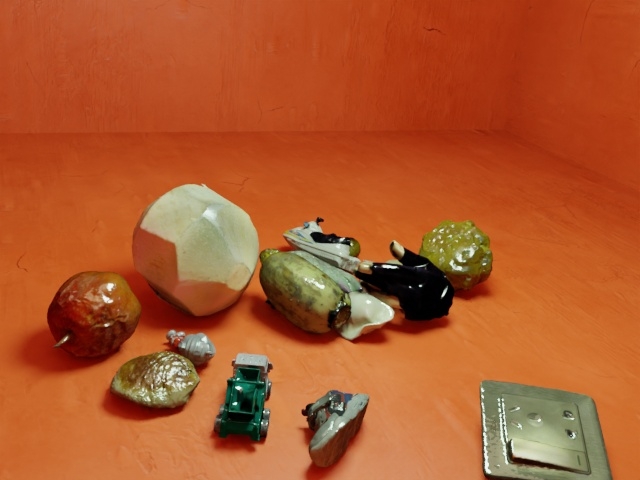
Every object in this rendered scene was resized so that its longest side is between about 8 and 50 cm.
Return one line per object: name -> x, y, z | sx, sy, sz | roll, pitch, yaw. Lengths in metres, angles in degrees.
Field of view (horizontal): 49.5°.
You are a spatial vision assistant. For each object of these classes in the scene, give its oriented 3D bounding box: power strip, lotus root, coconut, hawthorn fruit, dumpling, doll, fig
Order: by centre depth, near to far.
power strip -> 0.457, 0.420, 1.446 | 0.256, 0.092, 0.251 | 9, 32, 4
hawthorn fruit -> -0.546, 0.188, 1.610 | 0.207, 0.208, 0.243 | 13, 29, 14
doll -> -0.309, 0.253, 1.664 | 0.094, 0.079, 0.180 | 18, -3, -41
dumpling -> 0.103, 0.206, 1.845 | 0.169, 0.100, 0.134 | 27, 59, 25
lotus root -> -0.063, 0.129, 1.846 | 0.309, 0.173, 0.173 | 35, 35, 28
coconut -> -0.315, 0.030, 1.848 | 0.352, 0.353, 0.353 | 5, 23, -2
fig -> 0.086, 0.036, 2.270 | 0.084, 0.082, 0.098 | 23, 65, 3

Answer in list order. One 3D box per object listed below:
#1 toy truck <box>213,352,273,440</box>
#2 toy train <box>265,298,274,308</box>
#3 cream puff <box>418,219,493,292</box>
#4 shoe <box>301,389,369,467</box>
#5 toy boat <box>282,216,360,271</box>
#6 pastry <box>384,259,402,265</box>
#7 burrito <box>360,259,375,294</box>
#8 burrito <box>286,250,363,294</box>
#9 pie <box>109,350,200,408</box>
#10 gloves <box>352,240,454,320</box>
toy truck -> -0.156, 0.323, 1.477 | 0.110, 0.116, 0.216 | 6, 23, 0
toy train -> -0.095, 0.155, 1.976 | 0.071, 0.038, 0.148 | 22, 29, 34
cream puff -> 0.419, 0.049, 2.153 | 0.244, 0.244, 0.196 | 1, -21, -4
shoe -> 0.014, 0.367, 1.434 | 0.125, 0.099, 0.227 | 24, 23, 19
toy boat -> 0.001, 0.008, 2.206 | 0.140, 0.141, 0.269 | -17, 41, -43
pastry -> 0.242, 0.115, 2.043 | 0.156, 0.092, 0.156 | 26, 6, -3
burrito -> 0.150, 0.118, 2.102 | 0.064, 0.064, 0.203 | 6, 22, 0
burrito -> 0.006, 0.102, 2.091 | 0.309, 0.066, 0.096 | 23, 34, 35
pie -> -0.360, 0.308, 1.516 | 0.193, 0.079, 0.163 | -2, 28, -16
gloves -> 0.230, 0.112, 1.887 | 0.301, 0.197, 0.152 | 15, -6, -15
